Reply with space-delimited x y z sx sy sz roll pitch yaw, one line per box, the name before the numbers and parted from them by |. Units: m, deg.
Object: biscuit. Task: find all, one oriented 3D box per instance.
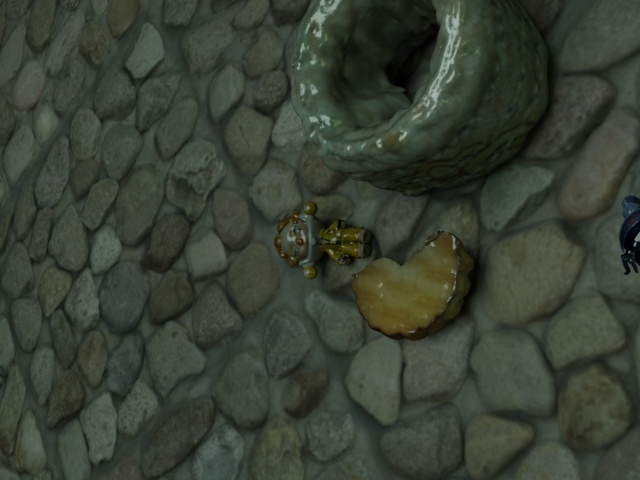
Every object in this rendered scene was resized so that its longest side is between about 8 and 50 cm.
biscuit | 0.120 0.067 1.133 0.183 0.061 0.118 -22 70 40

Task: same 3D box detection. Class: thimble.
thimble | 0.111 -0.198 1.099 0.292 0.195 0.291 -11 74 41

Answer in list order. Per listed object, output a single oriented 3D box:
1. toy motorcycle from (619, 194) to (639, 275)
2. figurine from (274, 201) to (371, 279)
toy motorcycle | 0.365 0.035 0.860 0.092 0.136 0.254 -53 52 22
figurine | 0.001 -0.005 1.254 0.143 0.068 0.101 -24 82 31
